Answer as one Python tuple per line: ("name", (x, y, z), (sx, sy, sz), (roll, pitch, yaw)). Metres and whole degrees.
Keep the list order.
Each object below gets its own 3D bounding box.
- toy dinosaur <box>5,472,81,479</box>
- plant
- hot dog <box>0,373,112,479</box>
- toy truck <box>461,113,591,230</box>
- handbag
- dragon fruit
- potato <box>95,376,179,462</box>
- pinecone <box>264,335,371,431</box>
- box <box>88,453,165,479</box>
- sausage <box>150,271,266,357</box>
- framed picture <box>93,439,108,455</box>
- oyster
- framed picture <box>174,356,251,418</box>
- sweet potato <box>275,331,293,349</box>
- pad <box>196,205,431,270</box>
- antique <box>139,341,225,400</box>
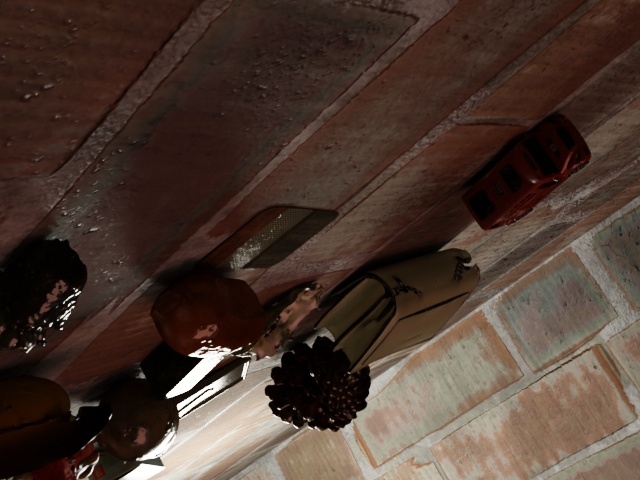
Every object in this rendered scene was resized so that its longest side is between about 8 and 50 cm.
("toy dinosaur", (-0.517, 0.452, 1.742), (0.152, 0.177, 0.194), (-39, 161, 26))
("plant", (-0.324, 0.064, 1.046), (0.143, 0.092, 0.094), (-43, 169, 21))
("hot dog", (-0.477, 0.257, 1.347), (0.194, 0.107, 0.326), (-47, 151, 19))
("toy truck", (0.380, -0.121, 1.743), (0.114, 0.107, 0.252), (-20, 162, -37))
("handbag", (0.182, 0.138, 2.118), (0.359, 0.160, 0.236), (-13, 152, -50))
("dragon fruit", (-0.453, 0.366, 1.644), (0.150, 0.133, 0.207), (-54, 164, -6))
("potato", (-0.347, 0.344, 1.776), (0.165, 0.165, 0.262), (-25, 168, -21))
("pinecone", (-0.020, 0.372, 2.340), (0.246, 0.246, 0.292), (-15, 169, -45))
("box", (-0.490, 0.570, 2.361), (0.135, 0.079, 0.269), (-30, 165, -4))
("sausage", (-0.171, 0.119, 1.433), (0.133, 0.133, 0.258), (-33, 166, 10))
("framed picture", (-0.431, 0.427, 2.139), (0.252, 0.014, 0.197), (-32, 165, 3))
("oyster", (-0.082, 0.155, 1.849), (0.209, 0.072, 0.133), (-52, 156, 3))
("framed picture", (-0.281, 0.362, 2.168), (0.265, 0.018, 0.192), (-30, 164, -20))
("sweet potato", (-0.105, 0.210, 1.994), (0.053, 0.054, 0.182), (-26, 169, 16))
("pad", (-0.006, -0.023, 1.421), (0.323, 0.055, 0.250), (-18, 171, 26))
("antique", (-0.224, 0.194, 1.665), (0.081, 0.080, 0.221), (-13, 156, -51))
